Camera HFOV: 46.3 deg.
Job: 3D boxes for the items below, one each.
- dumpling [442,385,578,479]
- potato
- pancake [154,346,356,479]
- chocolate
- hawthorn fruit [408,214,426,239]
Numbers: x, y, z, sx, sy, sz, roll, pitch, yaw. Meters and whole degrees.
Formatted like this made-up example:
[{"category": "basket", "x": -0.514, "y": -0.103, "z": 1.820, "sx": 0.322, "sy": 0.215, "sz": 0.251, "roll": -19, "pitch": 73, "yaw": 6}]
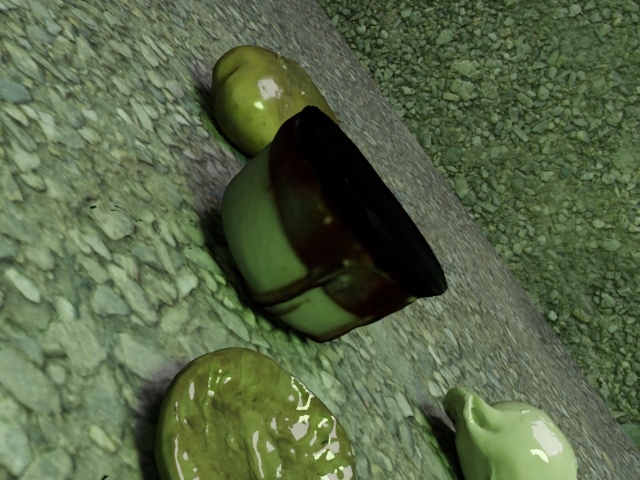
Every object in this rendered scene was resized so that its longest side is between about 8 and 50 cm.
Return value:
[{"category": "dumpling", "x": 0.263, "y": 0.306, "z": 1.044, "sx": 0.258, "sy": 0.147, "sz": 0.193, "roll": 48, "pitch": -13, "yaw": 4}, {"category": "potato", "x": -0.060, "y": -0.204, "z": 1.198, "sx": 0.296, "sy": 0.141, "sz": 0.191, "roll": 27, "pitch": 33, "yaw": -58}, {"category": "pancake", "x": -0.045, "y": 0.202, "z": 0.618, "sx": 0.242, "sy": 0.050, "sz": 0.242, "roll": 42, "pitch": 30, "yaw": -31}, {"category": "chocolate", "x": 0.000, "y": 0.000, "z": 0.883, "sx": 0.283, "sy": 0.186, "sz": 0.283, "roll": 48, "pitch": 13, "yaw": -14}, {"category": "hawthorn fruit", "x": 0.065, "y": 0.003, "z": 1.091, "sx": 0.157, "sy": 0.157, "sz": 0.194, "roll": 36, "pitch": 18, "yaw": -41}]
